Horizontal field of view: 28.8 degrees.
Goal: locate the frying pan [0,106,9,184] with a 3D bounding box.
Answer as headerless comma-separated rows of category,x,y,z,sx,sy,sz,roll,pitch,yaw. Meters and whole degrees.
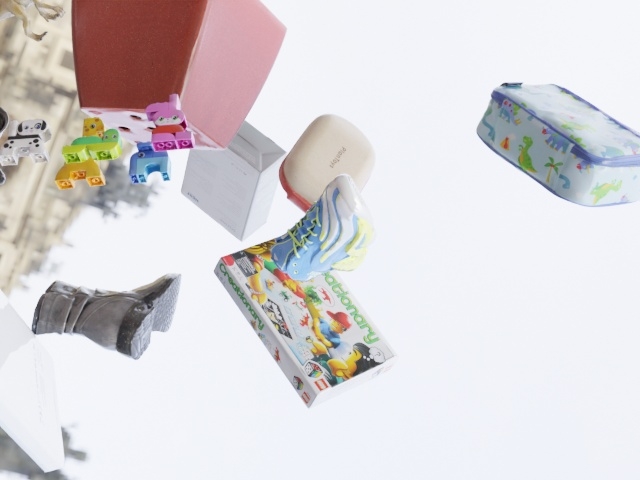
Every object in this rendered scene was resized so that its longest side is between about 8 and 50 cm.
frying pan,-0.525,-0.150,1.877,0.326,0.197,0.053,22,-55,28

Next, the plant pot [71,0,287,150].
plant pot,-0.242,-0.283,1.988,0.267,0.267,0.235,5,-103,25

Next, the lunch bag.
lunch bag,0.330,-0.131,1.646,0.219,0.176,0.090,42,-56,39

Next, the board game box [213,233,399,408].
board game box,-0.026,0.129,2.173,0.305,0.193,0.053,53,-40,20

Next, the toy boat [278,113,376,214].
toy boat,-0.001,-0.122,2.296,0.151,0.151,0.231,-40,-167,48

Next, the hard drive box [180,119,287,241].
hard drive box,-0.183,-0.138,2.569,0.089,0.181,0.232,-41,163,-36

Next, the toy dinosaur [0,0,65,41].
toy dinosaur,-0.368,-0.293,1.535,0.183,0.092,0.053,-34,-155,41

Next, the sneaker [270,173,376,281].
sneaker,0.000,0.000,1.631,0.091,0.126,0.240,62,-9,22

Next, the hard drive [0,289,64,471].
hard drive,-0.522,0.219,2.104,0.353,0.047,0.233,74,2,-57

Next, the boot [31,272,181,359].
boot,-0.405,0.114,2.382,0.338,0.223,0.118,-46,148,-75

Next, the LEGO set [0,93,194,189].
LEGO set,-0.256,-0.122,1.477,0.087,0.227,0.093,79,7,-56
